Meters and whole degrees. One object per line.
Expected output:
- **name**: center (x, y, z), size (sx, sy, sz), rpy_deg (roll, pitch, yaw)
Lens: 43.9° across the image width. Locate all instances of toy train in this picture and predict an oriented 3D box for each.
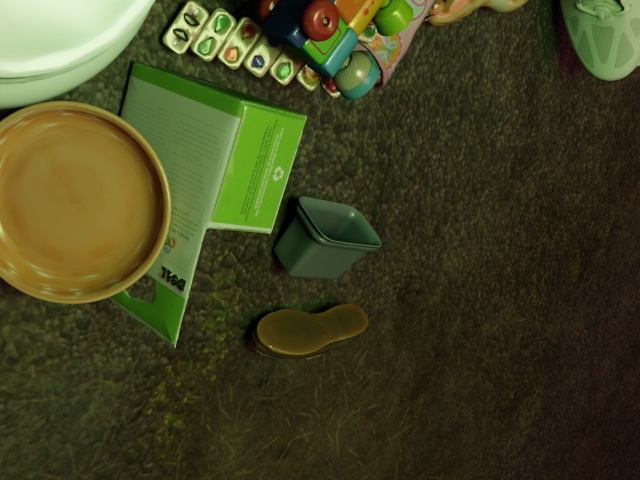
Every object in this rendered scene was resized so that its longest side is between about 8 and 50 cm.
- **toy train**: center (0.057, -0.287, 0.874), size (0.143, 0.105, 0.248), rpy_deg (39, 85, -42)

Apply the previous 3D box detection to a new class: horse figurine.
- **horse figurine**: center (0.260, -0.408, 1.205), size (0.263, 0.066, 0.175), rpy_deg (-9, 108, -42)

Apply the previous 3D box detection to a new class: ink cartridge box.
- **ink cartridge box**: center (-0.145, -0.042, 0.856), size (0.097, 0.188, 0.255), rpy_deg (3, 108, -50)

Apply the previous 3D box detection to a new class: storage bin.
- **storage bin**: center (0.000, 0.000, 1.118), size (0.135, 0.098, 0.091), rpy_deg (8, 130, -49)

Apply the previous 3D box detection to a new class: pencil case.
- **pencil case**: center (0.104, -0.338, 1.033), size (0.284, 0.124, 0.124), rpy_deg (-56, 139, -10)

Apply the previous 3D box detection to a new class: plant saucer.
- **plant saucer**: center (-0.247, -0.038, 0.789), size (0.199, 0.037, 0.200), rpy_deg (0, 100, -3)

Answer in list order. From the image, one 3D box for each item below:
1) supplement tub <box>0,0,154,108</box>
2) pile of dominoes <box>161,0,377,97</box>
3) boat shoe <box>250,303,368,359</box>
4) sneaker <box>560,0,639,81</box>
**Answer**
- **supplement tub**: center (-0.241, -0.208, 0.526), size (0.235, 0.325, 0.236), rpy_deg (-7, 103, -29)
- **pile of dominoes**: center (-0.036, -0.275, 0.888), size (0.251, 0.040, 0.196), rpy_deg (13, 98, -23)
- **boat shoe**: center (-0.021, 0.143, 1.173), size (0.207, 0.073, 0.073), rpy_deg (0, 149, -41)
- **sneaker**: center (0.411, -0.434, 1.245), size (0.257, 0.169, 0.448), rpy_deg (-43, 127, -43)
